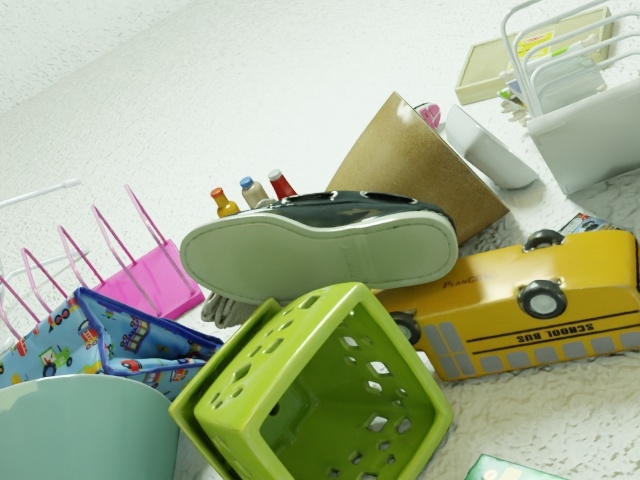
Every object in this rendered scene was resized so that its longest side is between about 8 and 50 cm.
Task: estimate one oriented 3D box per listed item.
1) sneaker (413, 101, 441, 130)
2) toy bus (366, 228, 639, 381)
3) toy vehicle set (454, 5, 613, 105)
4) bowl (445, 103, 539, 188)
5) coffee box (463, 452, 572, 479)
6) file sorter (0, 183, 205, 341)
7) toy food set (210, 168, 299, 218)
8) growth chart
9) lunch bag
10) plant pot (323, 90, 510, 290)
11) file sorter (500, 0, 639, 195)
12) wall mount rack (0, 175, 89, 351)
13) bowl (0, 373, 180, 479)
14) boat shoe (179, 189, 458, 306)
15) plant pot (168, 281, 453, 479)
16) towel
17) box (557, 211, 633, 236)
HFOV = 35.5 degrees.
[{"bbox_3d":[0.135,-0.191,1.763,0.170,0.063,0.075,-41,36,-8],"label":"sneaker"},{"bbox_3d":[0.220,0.082,1.196,0.332,0.130,0.108,-15,34,26],"label":"toy bus"},{"bbox_3d":[0.380,-0.329,1.782,0.267,0.035,0.166,-11,35,31],"label":"toy vehicle set"},{"bbox_3d":[0.250,-0.135,1.512,0.053,0.142,0.142,-51,25,13],"label":"bowl"},{"bbox_3d":[0.209,0.283,0.986,0.184,0.040,0.113,6,46,47],"label":"coffee box"},{"bbox_3d":[-0.386,0.070,1.693,0.290,0.182,0.202,-33,36,-5],"label":"file sorter"},{"bbox_3d":[-0.080,-0.054,1.705,0.111,0.104,0.232,-45,32,-24],"label":"toy food set"},{"bbox_3d":[0.351,-0.235,1.520,0.172,0.237,0.021,-18,74,17],"label":"growth chart"},{"bbox_3d":[-0.272,0.198,1.353,0.221,0.293,0.138,-38,61,20],"label":"lunch bag"},{"bbox_3d":[0.099,-0.043,1.440,0.254,0.237,0.237,-44,27,11],"label":"plant pot"},{"bbox_3d":[0.365,-0.203,1.311,0.193,0.277,0.173,-21,70,17],"label":"file sorter"},{"bbox_3d":[-0.572,0.033,1.890,0.130,0.350,0.304,19,49,8],"label":"wall mount rack"},{"bbox_3d":[-0.306,0.315,1.193,0.311,0.311,0.163,-27,51,6],"label":"bowl"},{"bbox_3d":[0.000,-0.004,1.234,0.340,0.127,0.113,-8,24,14],"label":"boat shoe"},{"bbox_3d":[-0.021,0.199,1.151,0.207,0.228,0.227,-3,38,51],"label":"plant pot"},{"bbox_3d":[-0.086,0.035,1.417,0.187,0.049,0.282,-62,-9,0],"label":"towel"},{"bbox_3d":[0.326,0.024,1.294,0.137,0.027,0.094,-39,32,-15],"label":"box"}]
